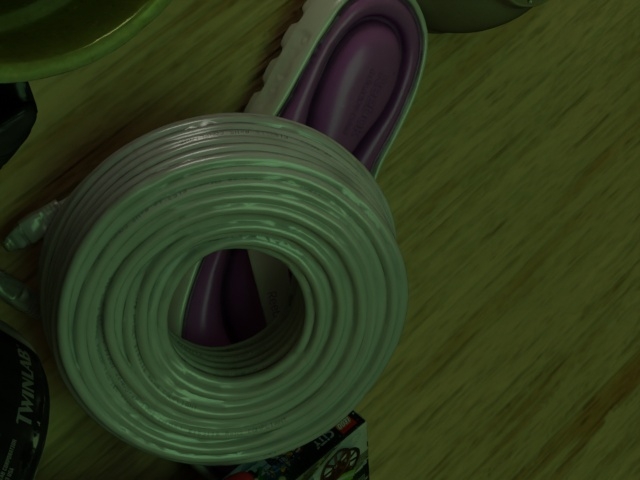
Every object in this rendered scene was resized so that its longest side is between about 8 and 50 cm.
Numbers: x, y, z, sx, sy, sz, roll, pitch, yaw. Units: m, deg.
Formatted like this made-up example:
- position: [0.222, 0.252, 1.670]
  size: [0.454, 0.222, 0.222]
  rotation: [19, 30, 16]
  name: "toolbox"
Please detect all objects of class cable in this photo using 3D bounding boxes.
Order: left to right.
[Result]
- position: [-0.066, 0.035, 1.153]
  size: [0.257, 0.089, 0.257]
  rotation: [-40, 118, 7]
  name: "cable"

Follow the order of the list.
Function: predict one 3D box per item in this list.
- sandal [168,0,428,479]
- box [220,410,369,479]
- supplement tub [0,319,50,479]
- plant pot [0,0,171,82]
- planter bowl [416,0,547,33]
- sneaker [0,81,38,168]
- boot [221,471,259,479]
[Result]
- position: [-0.012, -0.002, 1.257]
  size: [0.169, 0.102, 0.416]
  rotation: [12, 96, -40]
  name: "sandal"
- position: [-0.056, 0.244, 1.294]
  size: [0.233, 0.044, 0.159]
  rotation: [-37, 145, -26]
  name: "box"
- position: [-0.329, 0.078, 0.952]
  size: [0.316, 0.194, 0.193]
  rotation: [35, 79, -40]
  name: "supplement tub"
- position: [-0.228, -0.241, 0.904]
  size: [0.276, 0.254, 0.276]
  rotation: [-13, 111, -36]
  name: "plant pot"
- position: [0.133, -0.238, 1.308]
  size: [0.162, 0.109, 0.162]
  rotation: [-13, 111, -38]
  name: "planter bowl"
- position: [-0.290, -0.103, 0.963]
  size: [0.130, 0.109, 0.286]
  rotation: [-38, 145, 24]
  name: "sneaker"
- position: [-0.171, 0.187, 1.142]
  size: [0.244, 0.088, 0.176]
  rotation: [-31, 84, -16]
  name: "boot"
